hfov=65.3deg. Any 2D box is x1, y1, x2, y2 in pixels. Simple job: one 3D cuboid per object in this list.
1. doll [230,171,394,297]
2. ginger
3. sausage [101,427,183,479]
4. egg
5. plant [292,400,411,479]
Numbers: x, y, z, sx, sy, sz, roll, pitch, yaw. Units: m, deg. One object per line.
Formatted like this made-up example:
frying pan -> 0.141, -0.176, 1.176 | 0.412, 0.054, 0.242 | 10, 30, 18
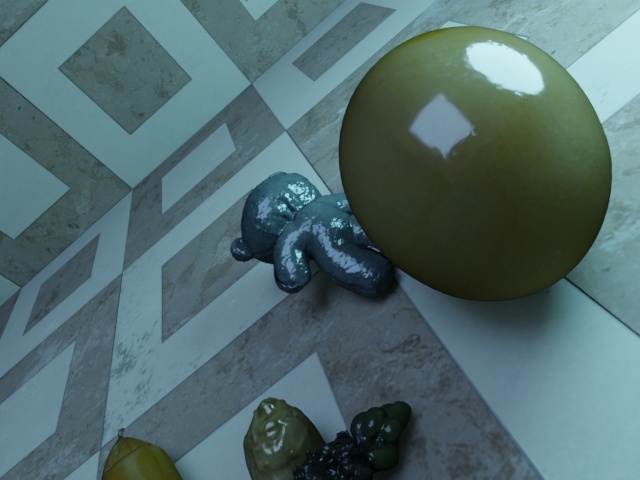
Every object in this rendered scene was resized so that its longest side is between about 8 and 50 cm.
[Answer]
doll -> -0.001, 0.004, 0.878 | 0.341, 0.158, 0.245 | 22, 61, 25
ginger -> -0.035, 0.280, 0.599 | 0.115, 0.122, 0.193 | -29, 35, -14
sausage -> -0.255, 0.378, 0.731 | 0.112, 0.112, 0.328 | -52, 33, -13
egg -> 0.175, -0.096, 0.618 | 0.301, 0.301, 0.373 | -32, 35, 18
plant -> 0.040, 0.243, 0.563 | 0.174, 0.087, 0.085 | -28, 7, -38
